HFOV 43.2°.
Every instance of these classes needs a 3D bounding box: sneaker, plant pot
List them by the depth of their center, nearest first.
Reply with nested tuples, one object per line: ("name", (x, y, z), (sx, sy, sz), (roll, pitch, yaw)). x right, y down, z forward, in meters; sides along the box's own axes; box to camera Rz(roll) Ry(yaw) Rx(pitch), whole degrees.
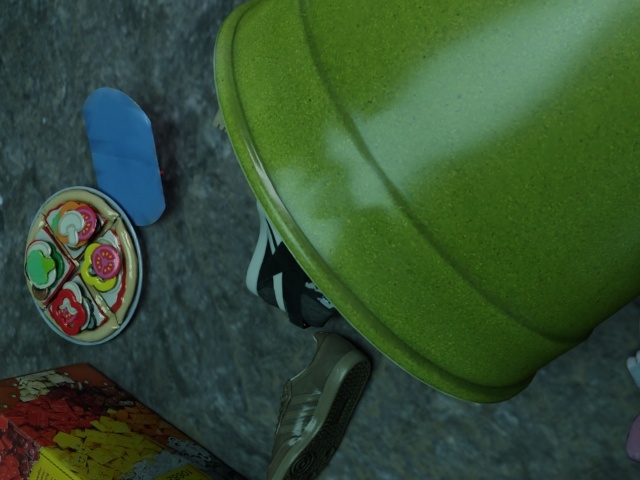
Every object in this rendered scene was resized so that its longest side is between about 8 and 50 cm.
("plant pot", (0.178, -0.133, 0.554), (0.353, 0.366, 0.367), (-37, 75, 29))
("sneaker", (0.000, 0.000, 0.806), (0.121, 0.079, 0.217), (33, 138, 19))
("sneaker", (-0.013, 0.185, 0.863), (0.071, 0.066, 0.189), (38, 103, 39))

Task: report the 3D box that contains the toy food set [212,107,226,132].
("toy food set", (-0.016, -0.135, 0.865), (0.192, 0.038, 0.133), (31, 98, 29))

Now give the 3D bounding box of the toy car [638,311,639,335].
("toy car", (0.340, 0.022, 0.626), (0.159, 0.136, 0.182), (-39, 40, 54))

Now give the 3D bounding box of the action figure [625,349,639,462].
("action figure", (0.254, 0.235, 0.597), (0.370, 0.275, 0.248), (-44, 72, 18))

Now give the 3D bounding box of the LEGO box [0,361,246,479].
("LEGO box", (-0.287, 0.455, 0.929), (0.372, 0.193, 0.501), (28, 104, 24))

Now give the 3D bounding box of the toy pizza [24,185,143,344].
("toy pizza", (-0.306, 0.033, 1.012), (0.201, 0.032, 0.202), (3, 96, 29))

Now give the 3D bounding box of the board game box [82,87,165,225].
("board game box", (-0.222, -0.102, 0.962), (0.133, 0.033, 0.169), (13, 119, 39))
